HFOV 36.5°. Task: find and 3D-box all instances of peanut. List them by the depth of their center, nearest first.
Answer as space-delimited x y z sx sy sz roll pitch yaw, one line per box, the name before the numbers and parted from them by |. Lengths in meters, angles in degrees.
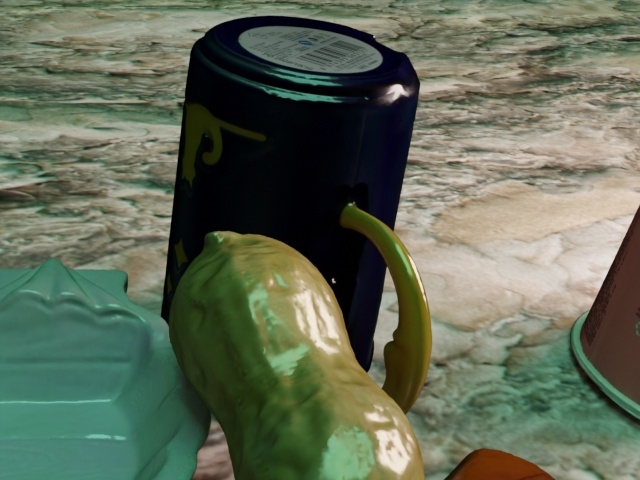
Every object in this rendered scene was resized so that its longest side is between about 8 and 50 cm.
peanut | -0.019 0.082 0.529 0.117 0.101 0.263 38 14 -42

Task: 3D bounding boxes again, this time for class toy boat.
toy boat | -0.171 0.113 0.594 0.199 0.100 0.290 4 29 -11

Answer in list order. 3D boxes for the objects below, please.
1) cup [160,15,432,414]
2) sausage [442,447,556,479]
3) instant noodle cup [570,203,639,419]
cup | 0.008 -0.009 0.711 0.255 0.256 0.178 25 31 25
sausage | 0.044 0.206 0.486 0.102 0.102 0.330 26 33 29
instant noodle cup | 0.349 0.009 0.785 0.244 0.255 0.244 9 26 -4
